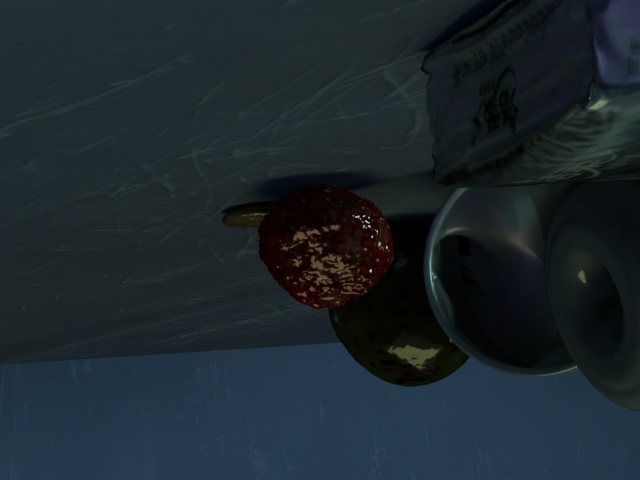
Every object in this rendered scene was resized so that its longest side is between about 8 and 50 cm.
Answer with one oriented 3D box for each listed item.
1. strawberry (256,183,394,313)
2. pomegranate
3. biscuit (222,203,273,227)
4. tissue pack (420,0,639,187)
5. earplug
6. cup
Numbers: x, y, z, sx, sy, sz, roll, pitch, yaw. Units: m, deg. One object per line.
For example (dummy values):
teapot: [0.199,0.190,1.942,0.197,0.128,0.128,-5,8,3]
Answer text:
strawberry: [0.004,0.005,1.714,0.131,0.131,0.148,-9,180,11]
pomegranate: [0.089,0.066,2.086,0.202,0.202,0.248,-1,-163,-40]
biscuit: [-0.032,-0.026,1.825,0.147,0.018,0.071,-2,168,-29]
tissue pack: [0.274,-0.109,1.161,0.361,0.122,0.259,-3,170,-18]
earplug: [0.318,0.006,1.534,0.175,0.214,0.325,6,135,-45]
cup: [0.251,0.033,1.825,0.212,0.212,0.317,-10,173,18]
